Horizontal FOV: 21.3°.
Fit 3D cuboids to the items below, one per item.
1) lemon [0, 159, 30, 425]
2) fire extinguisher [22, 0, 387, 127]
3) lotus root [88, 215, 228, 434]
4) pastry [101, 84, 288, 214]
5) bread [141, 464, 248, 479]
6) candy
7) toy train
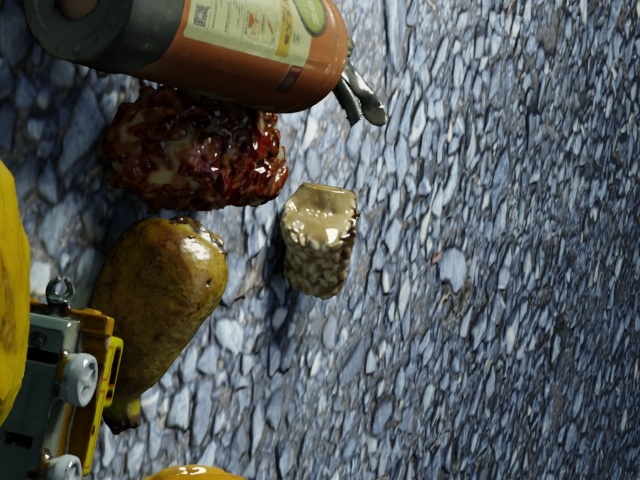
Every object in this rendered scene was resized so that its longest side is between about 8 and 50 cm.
[{"bbox_3d":[-0.275,0.023,0.948,0.233,0.234,0.288,-44,136,-54],"label":"lemon"},{"bbox_3d":[-0.081,-0.198,1.388,0.376,0.113,0.200,10,63,-56],"label":"fire extinguisher"},{"bbox_3d":[-0.147,0.067,1.417,0.094,0.108,0.190,31,81,-37],"label":"lotus root"},{"bbox_3d":[-0.102,-0.076,1.476,0.208,0.097,0.115,12,77,-65],"label":"pastry"},{"bbox_3d":[-0.110,0.388,1.441,0.183,0.236,0.388,133,-41,-57],"label":"bread"},{"bbox_3d":[0.000,0.000,1.751,0.110,0.085,0.095,89,17,-48],"label":"candy"},{"bbox_3d":[-0.211,0.137,1.318,0.127,0.089,0.219,24,76,-77],"label":"toy train"}]
